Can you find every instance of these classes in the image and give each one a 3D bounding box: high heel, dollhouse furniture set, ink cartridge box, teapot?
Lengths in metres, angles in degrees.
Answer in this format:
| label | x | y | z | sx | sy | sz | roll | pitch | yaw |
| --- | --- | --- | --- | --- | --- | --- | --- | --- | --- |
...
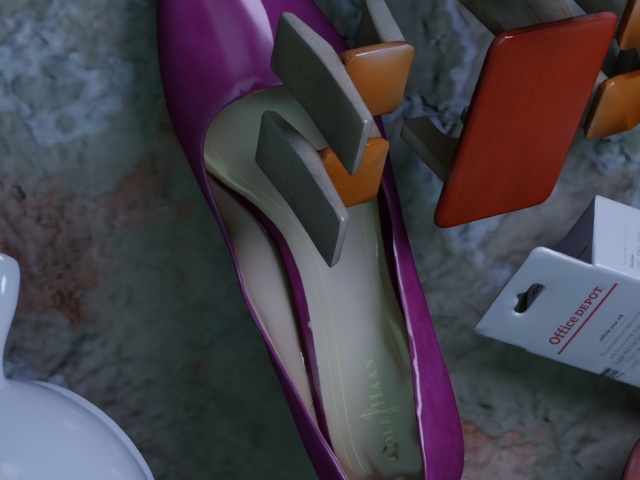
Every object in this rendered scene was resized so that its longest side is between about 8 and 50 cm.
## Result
| label | x | y | z | sx | sy | sz | roll | pitch | yaw |
| --- | --- | --- | --- | --- | --- | --- | --- | --- | --- |
| high heel | 0.000 | 0.000 | 1.111 | 0.127 | 0.181 | 0.377 | -24 | 110 | 5 |
| dollhouse furniture set | 0.123 | -0.103 | 1.012 | 0.262 | 0.135 | 0.259 | -15 | 143 | -25 |
| ink cartridge box | 0.199 | 0.037 | 1.179 | 0.180 | 0.060 | 0.104 | 19 | 141 | -10 |
| teapot | -0.188 | 0.183 | 1.173 | 0.252 | 0.187 | 0.256 | 38 | 131 | 4 |

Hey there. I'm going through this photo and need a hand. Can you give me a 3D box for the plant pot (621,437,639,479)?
| label | x | y | z | sx | sy | sz | roll | pitch | yaw |
| --- | --- | --- | --- | --- | --- | --- | --- | --- | --- |
| plant pot | 0.338 | 0.206 | 1.154 | 0.265 | 0.272 | 0.272 | -7 | 112 | 25 |
